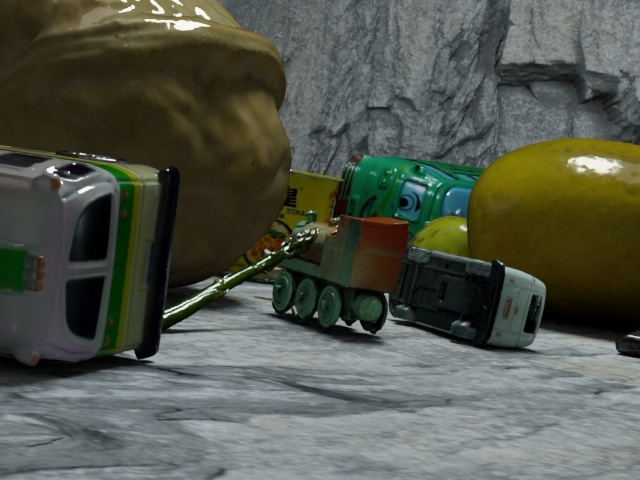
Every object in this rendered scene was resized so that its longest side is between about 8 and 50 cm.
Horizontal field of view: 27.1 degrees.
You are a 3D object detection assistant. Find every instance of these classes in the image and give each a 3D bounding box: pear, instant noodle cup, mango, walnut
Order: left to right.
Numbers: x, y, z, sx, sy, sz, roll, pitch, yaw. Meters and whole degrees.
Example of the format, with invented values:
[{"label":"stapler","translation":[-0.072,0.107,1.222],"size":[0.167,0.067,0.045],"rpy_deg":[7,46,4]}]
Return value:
[{"label":"walnut","translation":[-0.210,-0.120,1.378],"size":[0.381,0.381,0.381],"rpy_deg":[7,3,0]},{"label":"instant noodle cup","translation":[-0.068,-0.022,1.717],"size":[0.182,0.144,0.182],"rpy_deg":[7,2,0]},{"label":"pear","translation":[0.166,0.021,1.767],"size":[0.107,0.107,0.131],"rpy_deg":[4,-24,-46]},{"label":"mango","translation":[0.394,-0.002,1.605],"size":[0.445,0.220,0.301],"rpy_deg":[5,-22,29]}]

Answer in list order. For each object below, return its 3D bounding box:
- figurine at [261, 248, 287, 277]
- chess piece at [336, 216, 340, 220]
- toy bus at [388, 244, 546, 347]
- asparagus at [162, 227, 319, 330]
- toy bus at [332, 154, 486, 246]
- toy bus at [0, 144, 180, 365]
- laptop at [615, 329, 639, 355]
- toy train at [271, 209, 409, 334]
[{"label":"figurine","translation":[-0.022,0.043,1.463],"size":[0.109,0.064,0.047],"rpy_deg":[24,34,23]},{"label":"chess piece","translation":[0.000,0.000,1.870],"size":[0.272,0.139,0.139],"rpy_deg":[19,5,9]},{"label":"toy bus","translation":[0.148,0.058,1.365],"size":[0.089,0.087,0.194],"rpy_deg":[13,-1,-29]},{"label":"asparagus","translation":[-0.073,0.033,1.184],"size":[0.233,0.022,0.023],"rpy_deg":[-30,-12,-47]},{"label":"toy bus","translation":[0.203,-0.022,2.038],"size":[0.344,0.183,0.199],"rpy_deg":[3,11,-44]},{"label":"toy bus","translation":[-0.273,-0.003,0.924],"size":[0.306,0.143,0.179],"rpy_deg":[10,6,17]},{"label":"laptop","translation":[0.416,0.117,1.430],"size":[0.154,0.026,0.207],"rpy_deg":[11,5,26]},{"label":"toy train","translation":[0.014,0.025,1.290],"size":[0.074,0.118,0.176],"rpy_deg":[9,4,-28]}]
